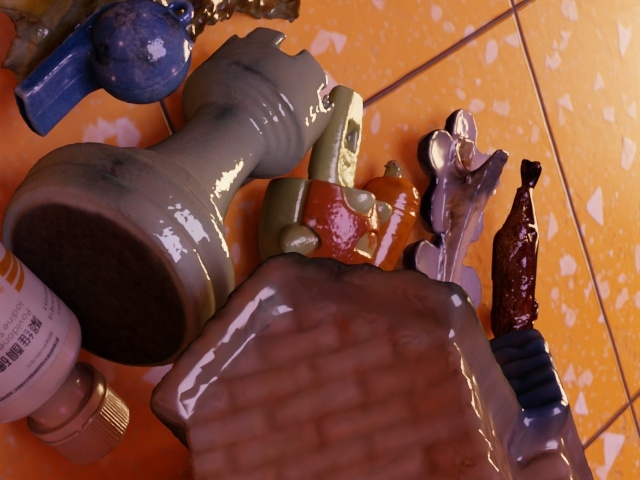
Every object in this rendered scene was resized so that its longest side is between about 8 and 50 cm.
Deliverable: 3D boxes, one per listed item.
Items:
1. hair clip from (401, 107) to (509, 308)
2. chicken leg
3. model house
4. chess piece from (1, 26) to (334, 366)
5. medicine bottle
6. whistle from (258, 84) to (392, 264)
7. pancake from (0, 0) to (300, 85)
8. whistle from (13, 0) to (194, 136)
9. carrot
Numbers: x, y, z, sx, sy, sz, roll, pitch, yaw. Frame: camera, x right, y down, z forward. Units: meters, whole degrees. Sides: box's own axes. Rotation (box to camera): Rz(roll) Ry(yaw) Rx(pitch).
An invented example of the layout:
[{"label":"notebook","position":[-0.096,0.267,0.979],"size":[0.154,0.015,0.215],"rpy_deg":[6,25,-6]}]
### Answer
[{"label":"hair clip","position":[0.138,-0.007,1.657],"size":[0.146,0.075,0.257],"rpy_deg":[18,85,-59]},{"label":"chicken leg","position":[0.207,0.026,1.717],"size":[0.089,0.048,0.219],"rpy_deg":[-44,136,-72]},{"label":"model house","position":[0.025,0.225,1.282],"size":[0.445,0.395,0.400],"rpy_deg":[56,20,-57]},{"label":"chess piece","position":[-0.106,-0.054,1.346],"size":[0.299,0.195,0.194],"rpy_deg":[-51,124,-42]},{"label":"medicine bottle","position":[-0.246,0.079,1.242],"size":[0.252,0.114,0.114],"rpy_deg":[50,58,-34]},{"label":"whistle","position":[0.000,0.000,1.484],"size":[0.131,0.106,0.288],"rpy_deg":[28,73,-64]},{"label":"pancake","position":[-0.091,-0.267,1.334],"size":[0.427,0.067,0.304],"rpy_deg":[-28,142,-42]},{"label":"whistle","position":[-0.154,-0.135,1.260],"size":[0.158,0.090,0.090],"rpy_deg":[-49,123,-22]},{"label":"carrot","position":[0.039,0.042,1.567],"size":[0.061,0.061,0.256],"rpy_deg":[32,72,-40]}]
